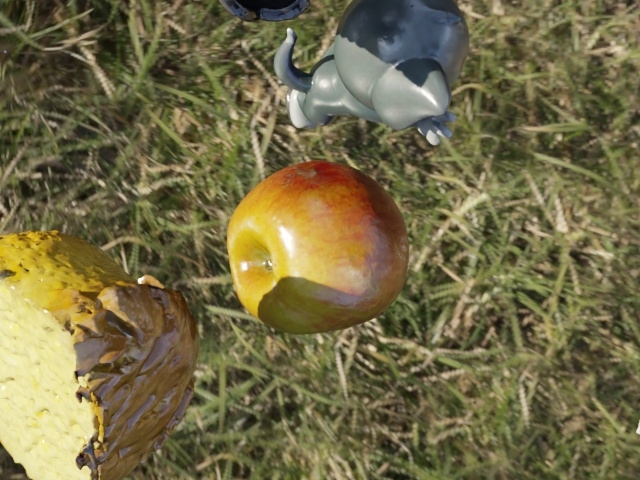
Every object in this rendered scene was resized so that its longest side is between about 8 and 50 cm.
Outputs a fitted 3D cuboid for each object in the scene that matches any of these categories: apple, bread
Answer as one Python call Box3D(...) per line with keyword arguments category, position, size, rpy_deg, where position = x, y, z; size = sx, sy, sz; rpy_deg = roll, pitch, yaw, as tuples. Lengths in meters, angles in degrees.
Box3D(category="apple", position=(0.000, 0.000, 1.000), size=(0.173, 0.195, 0.160), rpy_deg=(-7, 121, -38))
Box3D(category="bread", position=(-0.185, 0.096, 0.795), size=(0.147, 0.160, 0.260), rpy_deg=(-37, 149, -35))

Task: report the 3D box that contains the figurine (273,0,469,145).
Box3D(category="figurine", position=(0.043, -0.186, 0.955), size=(0.140, 0.265, 0.193), rpy_deg=(6, 82, -45))

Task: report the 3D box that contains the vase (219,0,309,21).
Box3D(category="vase", position=(-0.107, -0.248, 0.791), size=(0.116, 0.237, 0.115), rpy_deg=(-18, 120, -34))

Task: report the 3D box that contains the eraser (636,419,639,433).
Box3D(category="eraser", position=(0.352, 0.103, 0.739), size=(0.157, 0.038, 0.230), rpy_deg=(23, 138, 14))
